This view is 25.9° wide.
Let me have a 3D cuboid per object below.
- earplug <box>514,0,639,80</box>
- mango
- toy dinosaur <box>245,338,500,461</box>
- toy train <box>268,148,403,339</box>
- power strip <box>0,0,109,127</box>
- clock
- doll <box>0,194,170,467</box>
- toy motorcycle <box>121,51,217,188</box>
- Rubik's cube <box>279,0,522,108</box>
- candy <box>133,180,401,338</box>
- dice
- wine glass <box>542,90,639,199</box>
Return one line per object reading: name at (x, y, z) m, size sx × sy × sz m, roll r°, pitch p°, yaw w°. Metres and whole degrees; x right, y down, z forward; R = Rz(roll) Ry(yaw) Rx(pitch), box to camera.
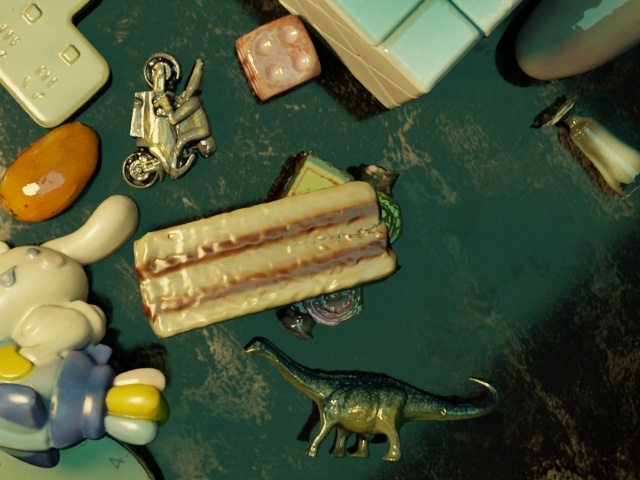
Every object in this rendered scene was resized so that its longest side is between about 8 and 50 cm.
earplug at (0.397, -0.326, 1.909) m, size 0.301 × 0.172 × 0.172 m, roll -34°, pitch 95°, yaw 3°
mango at (-0.360, -0.094, 1.856) m, size 0.159 × 0.105 × 0.084 m, roll -54°, pitch 136°, yaw -4°
toy dinosaur at (0.065, 0.236, 1.923) m, size 0.363 × 0.076 × 0.147 m, roll 10°, pitch 84°, yaw -2°
toy train at (0.000, 0.000, 1.879) m, size 0.177 × 0.134 × 0.261 m, roll 29°, pitch 89°, yaw -5°
power strip at (-0.383, -0.303, 1.870) m, size 0.193 × 0.059 × 0.265 m, roll -43°, pitch 94°, yaw -3°
clock at (-0.363, 0.387, 1.889) m, size 0.319 × 0.066 × 0.319 m, roll 0°, pitch 92°, yaw -5°
doll at (-0.375, 0.141, 1.789) m, size 0.376 × 0.187 × 0.365 m, roll -33°, pitch 61°, yaw 12°
toy motorcycle at (-0.197, -0.157, 1.891) m, size 0.124 × 0.061 × 0.193 m, roll 13°, pitch 96°, yaw 0°
Rubik's cube at (0.108, -0.392, 1.789) m, size 0.316 × 0.319 × 0.322 m, roll -45°, pitch 94°, yaw -2°
candy at (-0.069, 0.023, 1.729) m, size 0.321 × 0.179 × 0.135 m, roll -16°, pitch 88°, yaw 2°
dice at (-0.057, -0.248, 1.888) m, size 0.091 × 0.094 × 0.093 m, roll -25°, pitch 93°, yaw -8°
wine glass at (0.390, -0.134, 1.949) m, size 0.155 × 0.072 × 0.072 m, roll 42°, pitch 87°, yaw -5°
